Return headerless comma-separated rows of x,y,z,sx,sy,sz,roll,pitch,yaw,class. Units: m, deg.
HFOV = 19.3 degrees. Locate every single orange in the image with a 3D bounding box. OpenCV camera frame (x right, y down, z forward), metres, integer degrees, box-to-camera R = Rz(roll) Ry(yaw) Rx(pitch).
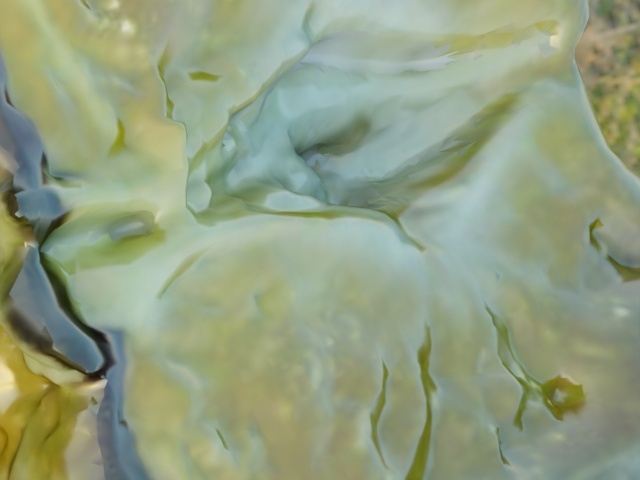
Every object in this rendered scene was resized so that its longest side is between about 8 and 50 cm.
-0.026,-0.008,0.629,0.271,0.210,0.368,-20,92,-35,orange
